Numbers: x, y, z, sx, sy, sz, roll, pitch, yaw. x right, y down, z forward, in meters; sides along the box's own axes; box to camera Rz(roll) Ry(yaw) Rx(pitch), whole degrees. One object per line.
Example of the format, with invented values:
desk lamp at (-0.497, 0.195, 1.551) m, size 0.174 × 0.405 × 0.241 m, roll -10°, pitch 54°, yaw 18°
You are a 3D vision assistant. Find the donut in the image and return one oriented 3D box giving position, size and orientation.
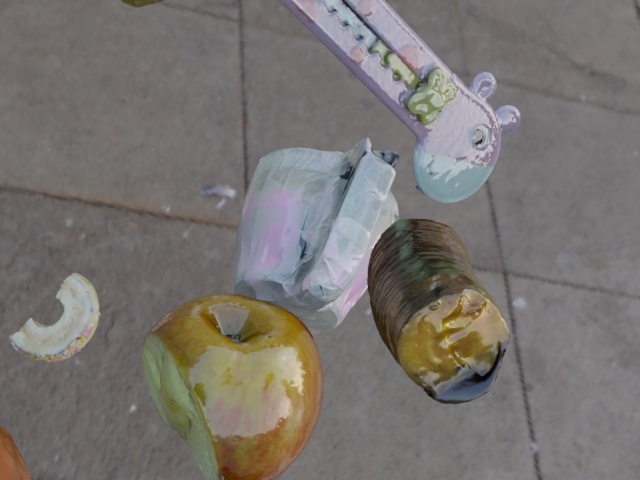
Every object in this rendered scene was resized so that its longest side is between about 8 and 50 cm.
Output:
donut at (-0.432, 0.146, 1.800) m, size 0.166 × 0.065 × 0.108 m, roll -45°, pitch 68°, yaw -10°

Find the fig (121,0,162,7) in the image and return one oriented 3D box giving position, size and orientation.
fig at (-0.228, -0.392, 1.404) m, size 0.144 × 0.166 × 0.154 m, roll 24°, pitch 70°, yaw 5°

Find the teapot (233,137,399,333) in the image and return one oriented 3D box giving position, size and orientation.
teapot at (0.007, 0.007, 1.112) m, size 0.163 × 0.221 × 0.178 m, roll 40°, pitch 57°, yaw -38°

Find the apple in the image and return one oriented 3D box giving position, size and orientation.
apple at (-0.082, 0.142, 1.011) m, size 0.160 × 0.173 × 0.195 m, roll -5°, pitch 30°, yaw -31°

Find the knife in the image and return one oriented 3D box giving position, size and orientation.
knife at (0.045, -0.184, 0.980) m, size 0.398 × 0.038 × 0.132 m, roll 41°, pitch 86°, yaw -28°

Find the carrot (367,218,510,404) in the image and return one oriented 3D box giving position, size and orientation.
carrot at (0.063, 0.031, 0.610) m, size 0.070 × 0.260 × 0.070 m, roll 0°, pitch 97°, yaw 1°

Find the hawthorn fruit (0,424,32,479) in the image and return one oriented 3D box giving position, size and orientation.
hawthorn fruit at (-0.240, 0.190, 0.557) m, size 0.224 × 0.261 × 0.224 m, roll -15°, pitch 32°, yaw 10°
